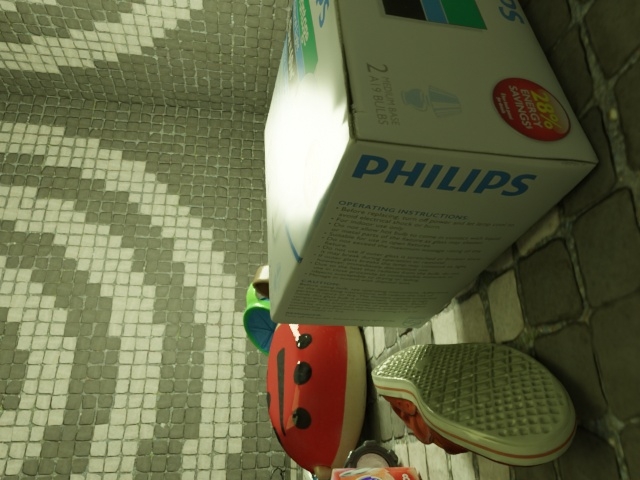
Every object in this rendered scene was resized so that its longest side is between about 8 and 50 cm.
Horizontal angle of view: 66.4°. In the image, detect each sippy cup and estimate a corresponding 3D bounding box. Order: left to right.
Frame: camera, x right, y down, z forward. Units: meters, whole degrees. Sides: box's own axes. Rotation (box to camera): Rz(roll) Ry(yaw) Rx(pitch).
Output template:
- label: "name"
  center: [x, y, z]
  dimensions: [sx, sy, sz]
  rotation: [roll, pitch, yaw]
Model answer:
- label: "sippy cup"
  center: [-0.114, 0.260, 1.711]
  dimensions: [0.224, 0.239, 0.306]
  rotation: [-44, -40, -46]

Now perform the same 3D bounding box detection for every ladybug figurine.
- label: "ladybug figurine"
  center: [-0.024, 0.331, 1.172]
  dimensions: [0.305, 0.161, 0.450]
  rotation: [-51, 31, 33]

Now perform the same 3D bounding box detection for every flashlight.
- label: "flashlight"
  center: [0.075, 0.497, 0.942]
  dimensions: [0.304, 0.103, 0.103]
  rotation: [100, -165, -45]

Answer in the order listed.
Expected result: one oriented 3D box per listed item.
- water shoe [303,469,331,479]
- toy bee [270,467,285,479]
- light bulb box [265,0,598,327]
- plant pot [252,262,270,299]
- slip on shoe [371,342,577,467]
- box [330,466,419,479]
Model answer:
- label: "water shoe"
  center: [0.022, 0.648, 1.302]
  dimensions: [0.080, 0.073, 0.203]
  rotation: [-49, 30, -9]
- label: "toy bee"
  center: [-0.019, 0.777, 1.357]
  dimensions: [0.195, 0.162, 0.298]
  rotation: [-75, -33, -42]
- label: "light bulb box"
  center: [0.069, -0.122, 0.608]
  dimensions: [0.361, 0.225, 0.358]
  rotation: [115, 154, -55]
- label: "plant pot"
  center: [-0.051, 0.075, 1.501]
  dimensions: [0.263, 0.262, 0.230]
  rotation: [117, 172, -69]
- label: "slip on shoe"
  center: [0.156, 0.182, 0.537]
  dimensions: [0.101, 0.123, 0.331]
  rotation: [60, 163, 1]
- label: "box"
  center: [0.079, 0.519, 0.762]
  dimensions: [0.154, 0.142, 0.300]
  rotation: [-108, 22, -65]
